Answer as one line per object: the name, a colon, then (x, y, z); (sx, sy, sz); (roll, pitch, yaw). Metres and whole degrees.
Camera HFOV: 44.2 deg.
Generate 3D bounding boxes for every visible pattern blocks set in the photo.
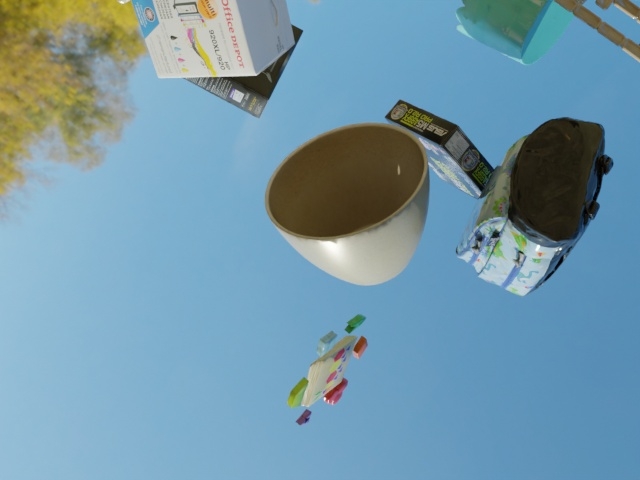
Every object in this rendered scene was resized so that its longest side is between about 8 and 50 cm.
pattern blocks set: (0.018, 0.316, 1.903); (0.026, 0.285, 0.324); (36, -58, 24)

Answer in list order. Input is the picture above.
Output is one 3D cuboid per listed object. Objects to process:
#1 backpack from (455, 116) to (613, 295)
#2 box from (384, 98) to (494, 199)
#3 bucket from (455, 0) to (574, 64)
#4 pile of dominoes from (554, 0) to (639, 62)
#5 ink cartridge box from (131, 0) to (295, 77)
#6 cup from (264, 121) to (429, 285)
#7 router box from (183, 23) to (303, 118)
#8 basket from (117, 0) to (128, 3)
backpack: (0.419, -0.042, 1.599); (0.273, 0.355, 0.290); (14, -118, 19)
box: (0.294, -0.193, 1.793); (0.060, 0.270, 0.216); (-51, -140, -1)
bucket: (0.462, -0.549, 1.791); (0.183, 0.281, 0.281); (40, -88, 21)
pile of dominoes: (0.578, -0.480, 1.591); (0.196, 0.251, 0.040); (-53, 179, -26)
ink cartridge box: (-0.198, -0.419, 1.493); (0.233, 0.171, 0.168); (5, -143, 28)
cup: (0.080, -0.044, 1.610); (0.331, 0.237, 0.331); (-13, -137, 12)
router box: (-0.205, -0.487, 2.026); (0.081, 0.243, 0.308); (-53, -167, 49)
basket: (-0.433, -0.756, 1.717); (0.331, 0.328, 0.266); (-44, -159, 23)
